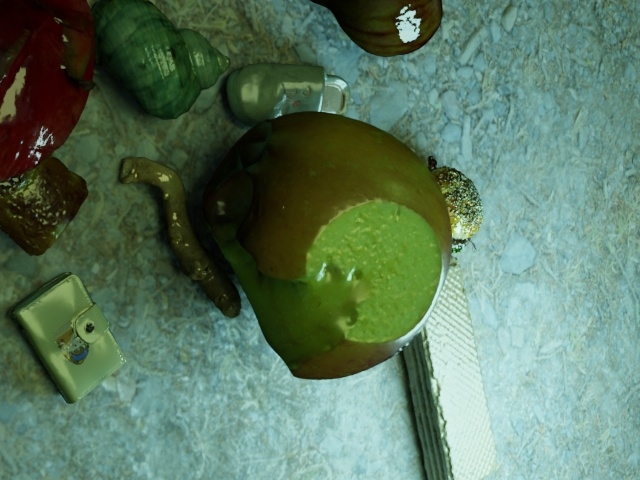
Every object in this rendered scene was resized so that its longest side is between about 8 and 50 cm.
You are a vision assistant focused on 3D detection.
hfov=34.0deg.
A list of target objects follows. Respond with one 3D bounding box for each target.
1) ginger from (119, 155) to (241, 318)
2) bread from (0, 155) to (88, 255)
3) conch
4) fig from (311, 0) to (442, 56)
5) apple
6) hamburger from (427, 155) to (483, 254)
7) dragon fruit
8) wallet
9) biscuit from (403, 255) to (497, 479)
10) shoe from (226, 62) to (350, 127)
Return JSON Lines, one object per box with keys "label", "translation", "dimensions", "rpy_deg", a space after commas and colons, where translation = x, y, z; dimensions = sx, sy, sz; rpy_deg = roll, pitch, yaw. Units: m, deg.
{"label": "ginger", "translation": [-0.200, -0.004, 1.543], "dimensions": [0.288, 0.075, 0.089], "rpy_deg": [60, 15, -21]}
{"label": "bread", "translation": [-0.396, -0.079, 1.353], "dimensions": [0.172, 0.103, 0.132], "rpy_deg": [45, 63, -32]}
{"label": "conch", "translation": [-0.230, -0.261, 1.487], "dimensions": [0.188, 0.122, 0.176], "rpy_deg": [20, 53, -42]}
{"label": "fig", "translation": [0.103, -0.421, 1.726], "dimensions": [0.235, 0.214, 0.235], "rpy_deg": [36, 42, -40]}
{"label": "apple", "translation": [0.000, 0.000, 1.529], "dimensions": [0.374, 0.374, 0.384], "rpy_deg": [37, 55, -34]}
{"label": "hamburger", "translation": [0.220, -0.066, 1.862], "dimensions": [0.189, 0.093, 0.164], "rpy_deg": [36, 44, -27]}
{"label": "dragon fruit", "translation": [-0.400, -0.205, 1.254], "dimensions": [0.343, 0.100, 0.282], "rpy_deg": [-22, 93, -34]}
{"label": "wallet", "translation": [-0.345, 0.131, 1.440], "dimensions": [0.110, 0.039, 0.155], "rpy_deg": [-38, 113, -30]}
{"label": "biscuit", "translation": [0.223, 0.244, 1.899], "dimensions": [0.144, 0.078, 0.426], "rpy_deg": [-18, 101, -38]}
{"label": "shoe", "translation": [-0.032, -0.231, 1.668], "dimensions": [0.251, 0.100, 0.103], "rpy_deg": [-6, 94, -43]}
